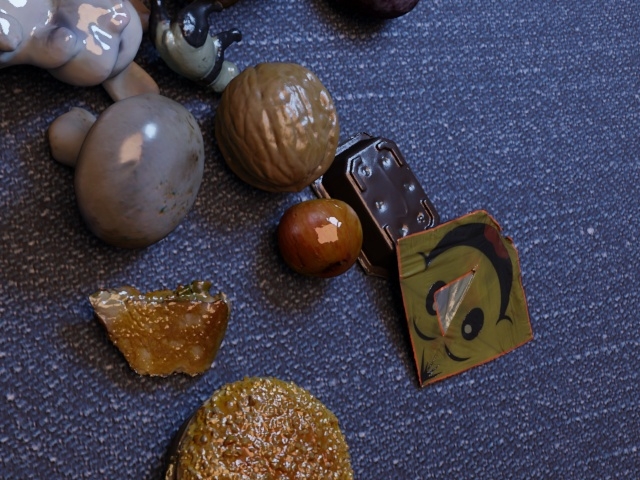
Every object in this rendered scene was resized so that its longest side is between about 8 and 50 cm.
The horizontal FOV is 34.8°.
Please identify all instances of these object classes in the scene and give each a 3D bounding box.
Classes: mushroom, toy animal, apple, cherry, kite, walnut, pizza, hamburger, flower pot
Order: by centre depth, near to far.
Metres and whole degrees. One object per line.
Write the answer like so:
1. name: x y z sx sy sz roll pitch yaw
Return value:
1. hamburger: -0.087 0.349 1.507 0.301 0.170 0.302 7 74 -26
2. toy animal: -0.387 -0.314 1.514 0.367 0.241 0.196 6 82 -40
3. mushroom: -0.298 -0.113 1.517 0.243 0.243 0.244 7 74 -25
4. pizza: -0.245 0.133 1.546 0.226 0.069 0.147 -1 99 -24
5. toy animal: -0.193 -0.308 1.625 0.093 0.225 0.121 3 74 18
6. walnut: -0.069 -0.177 1.635 0.213 0.213 0.213 7 74 -25
7. apple: 0.000 0.000 1.659 0.146 0.146 0.147 7 74 -25
8. flower pot: 0.110 -0.070 1.761 0.178 0.084 0.251 -34 93 -29
9. kite: 0.248 0.111 1.786 0.377 0.013 0.328 38 72 -31
10. cherry: 0.101 -0.489 1.812 0.195 0.195 0.195 7 74 -25

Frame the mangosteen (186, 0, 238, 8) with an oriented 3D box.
1. mangosteen: -0.105 -0.563 1.605 0.382 0.382 0.435 23 67 -20
